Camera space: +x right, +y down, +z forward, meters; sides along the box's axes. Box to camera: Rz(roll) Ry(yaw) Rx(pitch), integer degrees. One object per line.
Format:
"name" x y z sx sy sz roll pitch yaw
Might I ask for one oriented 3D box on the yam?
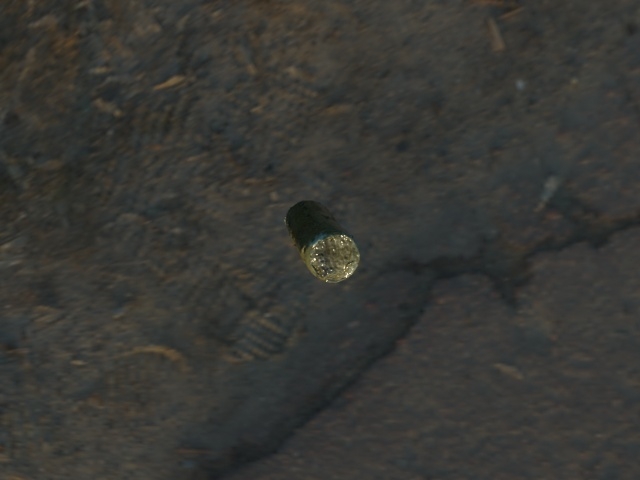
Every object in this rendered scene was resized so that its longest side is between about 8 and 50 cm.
"yam" 0.000 0.000 1.591 0.054 0.132 0.054 -3 107 -11
